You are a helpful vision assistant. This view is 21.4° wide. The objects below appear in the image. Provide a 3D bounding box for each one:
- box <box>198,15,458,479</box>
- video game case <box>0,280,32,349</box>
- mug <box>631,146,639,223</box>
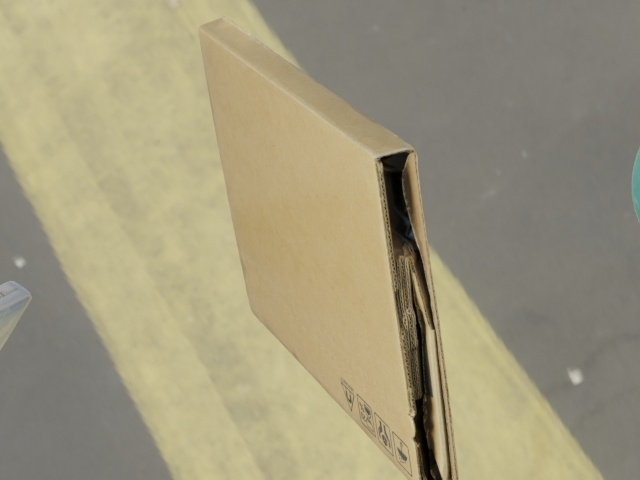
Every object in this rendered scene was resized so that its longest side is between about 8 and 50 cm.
[{"bbox_3d":[0.000,0.000,0.775,0.021,0.164,0.201,-18,28,-17],"label":"box"},{"bbox_3d":[-0.278,0.131,1.089,0.023,0.193,0.212,34,104,4],"label":"video game case"},{"bbox_3d":[0.272,-0.025,1.139,0.097,0.129,0.157,-133,56,-65],"label":"mug"}]
